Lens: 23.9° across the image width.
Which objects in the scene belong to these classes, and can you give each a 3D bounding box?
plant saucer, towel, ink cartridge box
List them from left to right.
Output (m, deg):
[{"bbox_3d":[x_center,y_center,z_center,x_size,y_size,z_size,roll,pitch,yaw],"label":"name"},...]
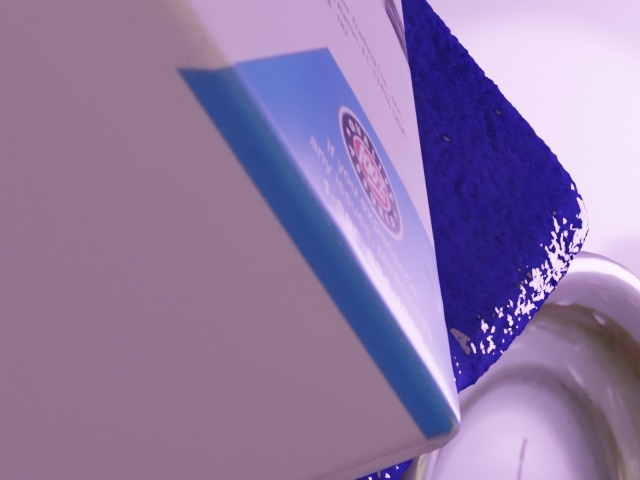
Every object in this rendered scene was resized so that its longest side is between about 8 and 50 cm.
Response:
[{"bbox_3d":[-0.094,-0.127,0.542,0.285,0.166,0.395,57,18,-32],"label":"ink cartridge box"},{"bbox_3d":[0.000,0.000,0.806,0.227,0.076,0.308,51,51,-5],"label":"towel"},{"bbox_3d":[0.133,0.207,0.978,0.400,0.100,0.400,2,88,-50],"label":"plant saucer"}]
